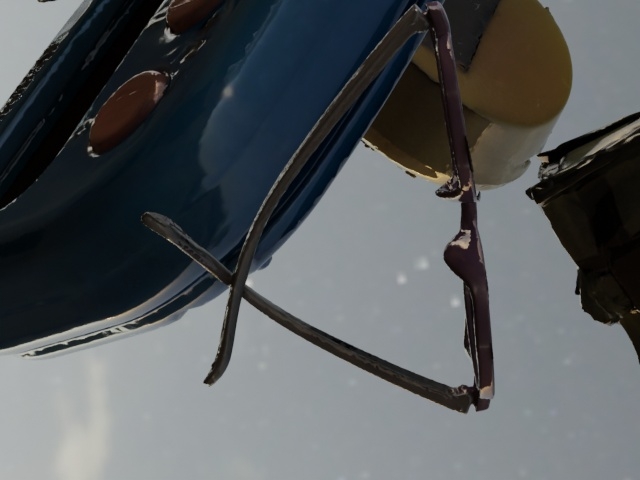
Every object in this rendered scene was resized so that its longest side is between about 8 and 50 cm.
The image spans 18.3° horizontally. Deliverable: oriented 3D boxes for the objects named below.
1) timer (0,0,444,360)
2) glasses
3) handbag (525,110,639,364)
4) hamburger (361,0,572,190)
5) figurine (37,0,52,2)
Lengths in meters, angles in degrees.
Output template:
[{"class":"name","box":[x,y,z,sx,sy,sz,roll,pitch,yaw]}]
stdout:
[{"class":"timer","box":[-0.074,-0.083,1.103,0.115,0.340,0.309,44,-32,-21]},{"class":"glasses","box":[0.000,0.000,0.636,0.062,0.104,0.140,-95,175,-68]},{"class":"handbag","box":[0.319,0.038,1.080,0.162,0.327,0.325,18,50,-69]},{"class":"hamburger","box":[0.078,-0.167,1.740,0.295,0.227,0.151,46,-45,0]},{"class":"figurine","box":[-0.116,-0.189,0.815,0.208,0.128,0.184,12,-65,54]}]
